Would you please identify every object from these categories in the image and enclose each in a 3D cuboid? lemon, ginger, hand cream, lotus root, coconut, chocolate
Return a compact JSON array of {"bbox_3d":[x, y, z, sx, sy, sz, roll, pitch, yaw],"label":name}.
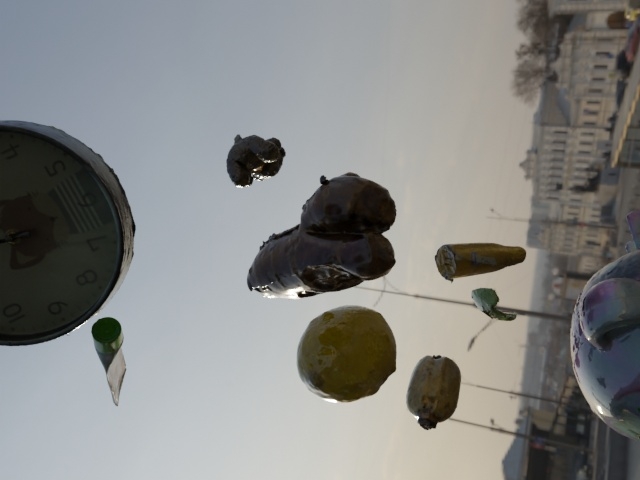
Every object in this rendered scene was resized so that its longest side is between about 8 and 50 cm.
[{"bbox_3d":[0.065,0.273,1.456,0.288,0.233,0.234,-23,-61,-51],"label":"lemon"},{"bbox_3d":[0.000,0.000,1.256,0.176,0.418,0.254,19,-119,-32],"label":"ginger"},{"bbox_3d":[-0.385,0.224,1.115,0.079,0.050,0.275,-55,-9,-35],"label":"hand cream"},{"bbox_3d":[0.350,0.465,1.854,0.146,0.160,0.284,54,-144,-22],"label":"lotus root"},{"bbox_3d":[0.456,0.174,1.594,0.158,0.133,0.055,38,-99,-27],"label":"coconut"},{"bbox_3d":[0.364,0.036,1.325,0.219,0.085,0.086,-6,-73,-25],"label":"chocolate"}]

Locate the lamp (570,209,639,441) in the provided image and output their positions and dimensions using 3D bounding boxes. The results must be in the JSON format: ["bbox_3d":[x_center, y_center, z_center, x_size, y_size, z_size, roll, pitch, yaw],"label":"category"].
[{"bbox_3d":[0.385,0.070,0.548,0.247,0.301,0.247,52,-150,-50],"label":"lamp"}]

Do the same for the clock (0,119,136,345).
[{"bbox_3d":[-0.433,-0.007,0.848,0.067,0.325,0.325,-125,37,-77],"label":"clock"}]

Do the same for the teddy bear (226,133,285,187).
[{"bbox_3d":[-0.182,-0.236,1.740,0.177,0.140,0.190,-44,-24,13],"label":"teddy bear"}]
